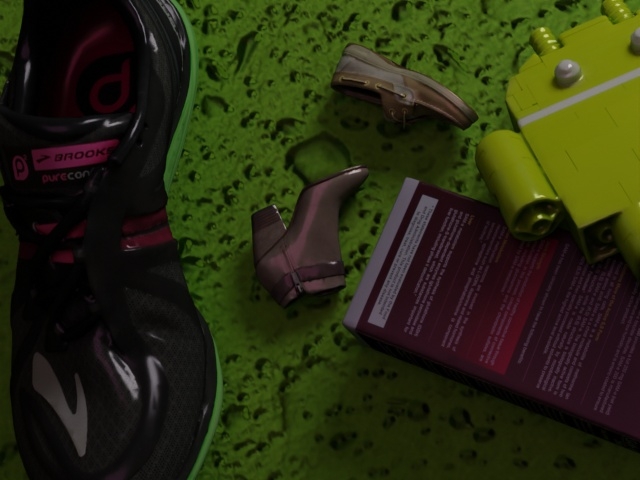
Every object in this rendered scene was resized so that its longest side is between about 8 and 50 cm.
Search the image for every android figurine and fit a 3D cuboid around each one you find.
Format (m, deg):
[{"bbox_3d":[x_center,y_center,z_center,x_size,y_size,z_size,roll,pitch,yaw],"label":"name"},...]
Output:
[{"bbox_3d":[0.237,-0.086,0.958,0.248,0.056,0.273,-22,46,5],"label":"android figurine"}]

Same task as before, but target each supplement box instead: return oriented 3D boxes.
[{"bbox_3d":[0.153,0.055,0.975,0.239,0.073,0.130,21,79,21],"label":"supplement box"}]

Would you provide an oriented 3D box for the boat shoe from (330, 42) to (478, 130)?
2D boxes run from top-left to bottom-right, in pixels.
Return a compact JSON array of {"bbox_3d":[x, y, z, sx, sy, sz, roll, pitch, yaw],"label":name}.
[{"bbox_3d":[0.067,-0.116,1.068,0.135,0.050,0.045,30,86,32],"label":"boat shoe"}]

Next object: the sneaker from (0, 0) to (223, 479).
[{"bbox_3d":[-0.191,-0.011,1.022,0.185,0.202,0.483,-12,70,13],"label":"sneaker"}]

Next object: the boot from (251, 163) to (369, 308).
[{"bbox_3d":[0.000,0.000,1.057,0.118,0.042,0.087,-26,74,8],"label":"boot"}]
